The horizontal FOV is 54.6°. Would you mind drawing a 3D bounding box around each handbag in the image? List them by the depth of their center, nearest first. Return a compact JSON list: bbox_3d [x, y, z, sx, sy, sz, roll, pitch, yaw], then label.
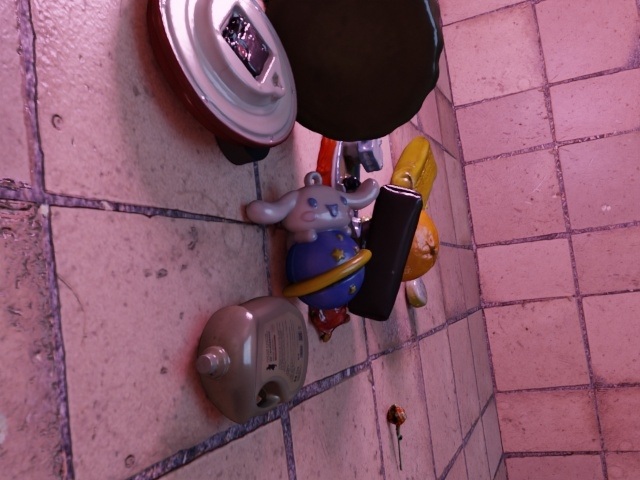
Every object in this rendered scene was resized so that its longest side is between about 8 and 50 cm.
[{"bbox_3d":[0.136,0.023,1.365,0.257,0.113,0.285,-3,109,-83],"label":"handbag"}]

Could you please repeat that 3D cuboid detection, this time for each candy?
[{"bbox_3d":[0.206,0.519,1.629,0.055,0.049,0.185,-166,-112,-66],"label":"candy"}]

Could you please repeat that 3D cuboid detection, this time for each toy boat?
[{"bbox_3d":[0.074,-0.142,1.436,0.145,0.133,0.332,57,33,-48],"label":"toy boat"}]

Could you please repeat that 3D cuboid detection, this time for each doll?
[{"bbox_3d":[0.014,-0.004,1.191,0.311,0.159,0.243,-32,86,-37],"label":"doll"}]

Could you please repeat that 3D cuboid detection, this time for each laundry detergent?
[{"bbox_3d":[-0.105,0.175,0.930,0.253,0.091,0.181,8,80,-67],"label":"laundry detergent"}]

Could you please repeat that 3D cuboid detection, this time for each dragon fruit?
[{"bbox_3d":[0.023,0.133,1.293,0.112,0.068,0.126,59,30,-43],"label":"dragon fruit"}]

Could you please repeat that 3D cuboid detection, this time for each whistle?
[{"bbox_3d":[0.300,0.123,2.006,0.104,0.057,0.198,34,43,-54],"label":"whistle"}]

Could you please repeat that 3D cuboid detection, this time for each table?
[{"bbox_3d":[-0.134,-0.198,1.065,0.133,0.043,0.134,-9,90,-67],"label":"table"}]

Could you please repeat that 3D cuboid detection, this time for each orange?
[{"bbox_3d":[0.226,0.005,1.690,0.219,0.193,0.219,7,90,-76],"label":"orange"}]

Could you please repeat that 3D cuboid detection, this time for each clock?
[{"bbox_3d":[-0.135,-0.295,0.972,0.318,0.080,0.319,37,42,-42],"label":"clock"}]

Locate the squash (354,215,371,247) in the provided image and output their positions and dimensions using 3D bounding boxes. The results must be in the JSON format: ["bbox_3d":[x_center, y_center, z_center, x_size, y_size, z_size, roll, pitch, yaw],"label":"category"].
[{"bbox_3d":[0.131,0.045,1.590,0.066,0.066,0.229,-48,126,-63],"label":"squash"}]

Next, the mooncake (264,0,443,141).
[{"bbox_3d":[0.061,-0.375,1.205,0.194,0.356,0.357,-58,135,-63],"label":"mooncake"}]

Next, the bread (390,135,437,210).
[{"bbox_3d":[0.302,-0.209,2.047,0.166,0.112,0.383,68,26,-24],"label":"bread"}]
